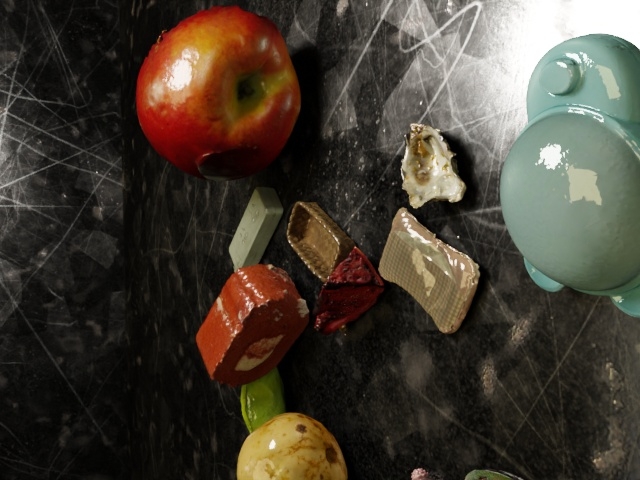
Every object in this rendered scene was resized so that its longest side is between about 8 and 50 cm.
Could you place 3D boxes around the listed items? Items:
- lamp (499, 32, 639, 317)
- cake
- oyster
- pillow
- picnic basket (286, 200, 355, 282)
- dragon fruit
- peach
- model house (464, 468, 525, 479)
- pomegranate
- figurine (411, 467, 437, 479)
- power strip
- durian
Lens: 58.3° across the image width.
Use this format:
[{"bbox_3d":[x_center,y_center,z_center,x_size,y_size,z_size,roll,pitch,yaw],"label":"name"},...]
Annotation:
[{"bbox_3d":[0.285,-0.071,0.614,0.209,0.147,0.284,20,106,63],"label":"lamp"},{"bbox_3d":[-0.145,0.188,1.260,0.283,0.177,0.151,-60,39,21],"label":"cake"},{"bbox_3d":[0.171,-0.120,0.888,0.103,0.051,0.148,-19,74,38],"label":"oyster"},{"bbox_3d":[0.168,0.045,0.914,0.211,0.034,0.135,44,126,47],"label":"pillow"},{"bbox_3d":[0.000,0.000,1.162,0.193,0.055,0.110,49,130,47],"label":"picnic basket"},{"bbox_3d":[0.044,0.120,1.053,0.092,0.122,0.192,36,129,9],"label":"dragon fruit"},{"bbox_3d":[-0.218,-0.288,1.244,0.406,0.335,0.310,-24,69,49],"label":"peach"},{"bbox_3d":[0.238,0.428,0.696,0.294,0.154,0.207,4,96,59],"label":"model house"},{"bbox_3d":[-0.059,0.451,1.111,0.215,0.215,0.215,2,92,58],"label":"pomegranate"},{"bbox_3d":[0.168,0.432,0.911,0.072,0.054,0.129,-130,39,-65],"label":"figurine"},{"bbox_3d":[-0.173,-0.004,1.444,0.288,0.053,0.093,-60,43,38],"label":"power strip"},{"bbox_3d":[-0.127,0.388,1.342,0.139,0.101,0.250,72,-173,-74],"label":"durian"}]
